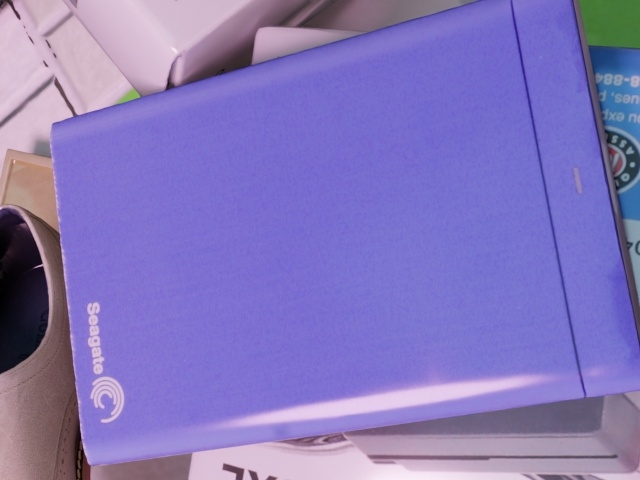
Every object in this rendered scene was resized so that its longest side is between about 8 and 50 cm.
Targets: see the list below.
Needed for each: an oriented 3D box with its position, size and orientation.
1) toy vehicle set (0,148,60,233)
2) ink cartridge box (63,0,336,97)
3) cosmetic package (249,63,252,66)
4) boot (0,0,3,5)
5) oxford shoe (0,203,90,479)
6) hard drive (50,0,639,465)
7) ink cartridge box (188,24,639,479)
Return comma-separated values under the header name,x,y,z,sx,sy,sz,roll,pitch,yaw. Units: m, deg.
name,x,y,z,sx,sy,sz,roll,pitch,yaw
toy vehicle set,-0.150,0.034,0.809,0.266,0.035,0.166,14,91,22
ink cartridge box,-0.107,-0.271,0.659,0.226,0.131,0.306,-40,87,-14
cosmetic package,-0.095,-0.217,0.776,0.060,0.099,0.239,-13,81,22
boot,-0.331,-0.102,0.871,0.236,0.085,0.179,-33,79,16
oxford shoe,-0.215,0.158,0.635,0.140,0.147,0.397,-10,52,9
hard drive,0.000,0.000,0.572,0.318,0.040,0.210,-12,80,21
ink cartridge box,0.086,0.085,0.642,0.285,0.166,0.395,8,89,22
